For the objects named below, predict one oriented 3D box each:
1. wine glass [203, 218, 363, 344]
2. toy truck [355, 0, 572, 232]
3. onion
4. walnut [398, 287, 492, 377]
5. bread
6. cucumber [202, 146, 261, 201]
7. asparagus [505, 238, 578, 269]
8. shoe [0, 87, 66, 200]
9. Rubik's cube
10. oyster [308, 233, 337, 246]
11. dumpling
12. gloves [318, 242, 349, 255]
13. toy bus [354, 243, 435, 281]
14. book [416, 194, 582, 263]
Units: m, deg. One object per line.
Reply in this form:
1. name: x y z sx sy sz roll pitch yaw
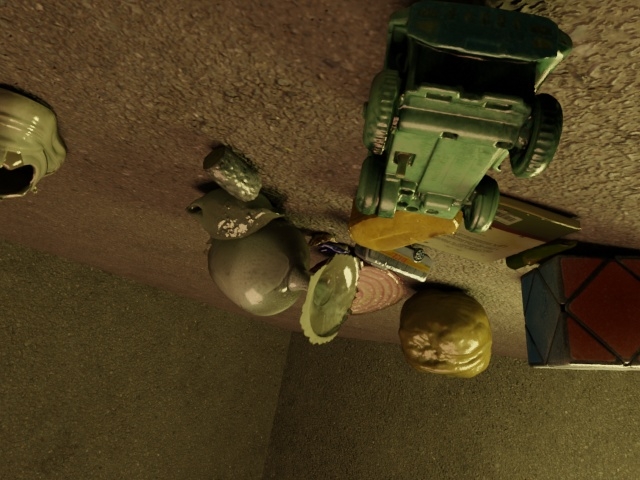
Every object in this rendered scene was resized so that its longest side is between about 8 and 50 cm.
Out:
1. wine glass: -0.091 0.073 1.046 0.322 0.238 0.238 15 168 35
2. toy truck: 0.121 -0.111 0.472 0.154 0.156 0.279 10 163 5
3. onion: 0.103 0.098 1.287 0.247 0.111 0.250 -25 133 32
4. walnut: 0.378 0.284 1.425 0.276 0.282 0.253 8 -156 26
5. bread: 0.136 -0.051 0.781 0.102 0.095 0.245 29 157 -22
6. cucumber: -0.154 -0.114 0.811 0.064 0.064 0.112 1 160 32
7. asparagus: 0.420 0.019 0.902 0.041 0.045 0.178 31 160 -2
8. shoe: -0.548 -0.136 0.838 0.124 0.160 0.316 17 160 -21
9. Rubik's cube: 0.536 0.149 0.924 0.207 0.206 0.205 -1 164 3
10. oyster: -0.002 0.000 1.139 0.093 0.034 0.051 -11 171 27
11. dumpling: -0.173 -0.046 0.968 0.219 0.108 0.152 7 163 23
12. gloves: 0.032 0.022 1.194 0.086 0.026 0.064 12 166 -2
13. toy bus: 0.161 0.031 1.025 0.190 0.075 0.064 20 -172 -29
14. book: 0.308 -0.015 0.888 0.201 0.026 0.289 15 163 -10
